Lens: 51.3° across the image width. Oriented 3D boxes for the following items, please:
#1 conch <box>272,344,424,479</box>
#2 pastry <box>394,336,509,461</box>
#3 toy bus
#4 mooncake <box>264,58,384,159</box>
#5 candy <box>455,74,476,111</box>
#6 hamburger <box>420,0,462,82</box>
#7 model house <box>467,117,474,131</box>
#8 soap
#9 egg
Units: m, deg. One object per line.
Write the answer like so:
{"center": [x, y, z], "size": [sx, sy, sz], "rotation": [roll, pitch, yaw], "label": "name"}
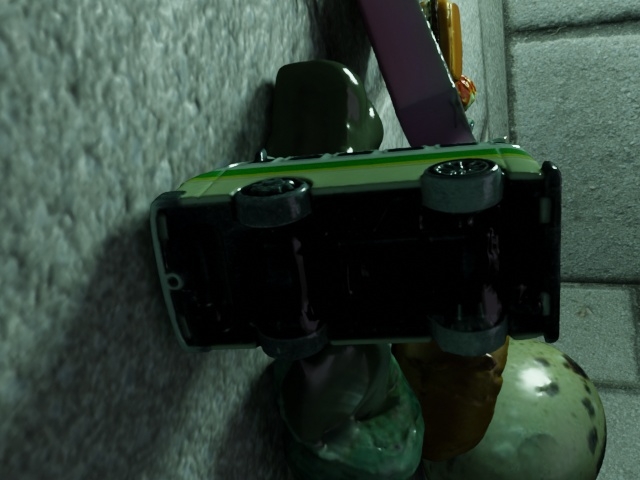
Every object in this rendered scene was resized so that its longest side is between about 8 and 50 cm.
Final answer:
{"center": [0.020, 0.185, 0.694], "size": [0.196, 0.134, 0.202], "rotation": [10, 86, -28], "label": "conch"}
{"center": [0.197, 0.168, 1.035], "size": [0.356, 0.164, 0.356], "rotation": [7, 90, -85], "label": "pastry"}
{"center": [0.030, -0.002, 0.513], "size": [0.164, 0.276, 0.133], "rotation": [-68, 154, -67], "label": "toy bus"}
{"center": [-0.001, -0.091, 0.664], "size": [0.168, 0.104, 0.175], "rotation": [-21, 107, -61], "label": "mooncake"}
{"center": [0.260, -0.380, 1.392], "size": [0.287, 0.078, 0.084], "rotation": [54, 44, -45], "label": "candy"}
{"center": [0.200, -0.353, 1.189], "size": [0.137, 0.087, 0.165], "rotation": [-12, 101, -68], "label": "hamburger"}
{"center": [0.279, -0.188, 1.399], "size": [0.100, 0.088, 0.100], "rotation": [68, 34, -43], "label": "model house"}
{"center": [0.117, -0.236, 0.865], "size": [0.181, 0.081, 0.259], "rotation": [39, 33, -62], "label": "soap"}
{"center": [0.371, 0.383, 1.309], "size": [0.428, 0.345, 0.345], "rotation": [-49, 136, -44], "label": "egg"}
